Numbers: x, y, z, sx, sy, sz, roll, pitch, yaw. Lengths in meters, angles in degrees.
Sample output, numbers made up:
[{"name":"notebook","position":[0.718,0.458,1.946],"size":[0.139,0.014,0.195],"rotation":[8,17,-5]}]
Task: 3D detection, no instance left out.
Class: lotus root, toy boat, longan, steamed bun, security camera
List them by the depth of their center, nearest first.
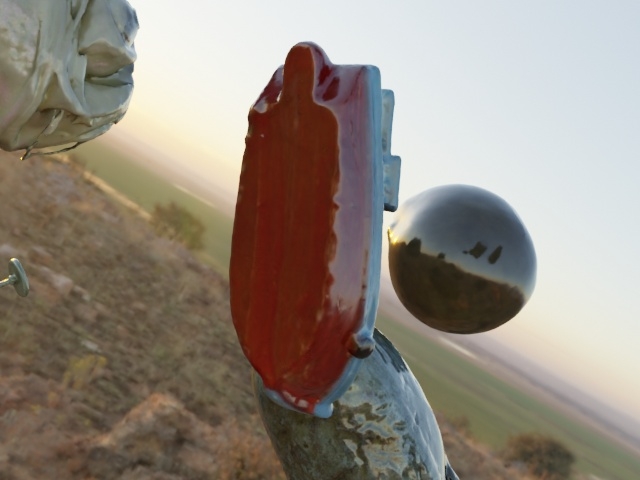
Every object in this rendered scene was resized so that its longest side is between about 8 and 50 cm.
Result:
[{"name":"toy boat","position":[0.000,0.000,0.385],"size":[0.069,0.172,0.059],"rotation":[9,7,37]},{"name":"lotus root","position":[0.027,0.186,0.827],"size":[0.349,0.175,0.175],"rotation":[63,-8,-13]},{"name":"steamed bun","position":[-0.320,-0.254,0.989],"size":[0.268,0.207,0.280],"rotation":[-137,-150,-63]},{"name":"longan","position":[0.180,0.023,1.084],"size":[0.197,0.196,0.220],"rotation":[29,13,-16]},{"name":"security camera","position":[-0.445,0.063,1.128],"size":[0.092,0.058,0.058],"rotation":[-18,31,-33]}]
